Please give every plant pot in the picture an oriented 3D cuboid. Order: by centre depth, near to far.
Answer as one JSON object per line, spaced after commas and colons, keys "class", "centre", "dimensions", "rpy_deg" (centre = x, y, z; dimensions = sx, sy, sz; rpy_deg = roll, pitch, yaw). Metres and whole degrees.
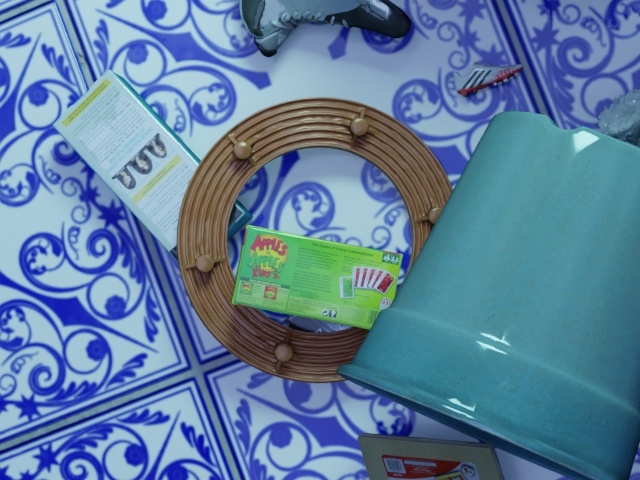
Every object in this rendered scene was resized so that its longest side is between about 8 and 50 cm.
{"class": "plant pot", "centre": [0.239, 0.060, 1.736], "dimensions": [0.341, 0.341, 0.334], "rpy_deg": [23, 85, 10]}

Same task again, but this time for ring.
{"class": "ring", "centre": [0.000, 0.000, 1.876], "dimensions": [0.337, 0.032, 0.336], "rpy_deg": [0, 90, -4]}

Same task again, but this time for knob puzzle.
{"class": "knob puzzle", "centre": [0.146, 0.301, 1.842], "dimensions": [0.213, 0.030, 0.213], "rpy_deg": [17, 129, 22]}

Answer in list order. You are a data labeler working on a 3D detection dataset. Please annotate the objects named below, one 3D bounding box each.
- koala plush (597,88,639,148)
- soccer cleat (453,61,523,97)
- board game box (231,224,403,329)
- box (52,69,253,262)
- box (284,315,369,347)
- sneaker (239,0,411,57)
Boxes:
{"class": "koala plush", "centre": [0.438, -0.142, 1.789], "dimensions": [0.196, 0.203, 0.221], "rpy_deg": [40, 116, -3]}
{"class": "soccer cleat", "centre": [0.196, -0.196, 1.887], "dimensions": [0.083, 0.029, 0.035], "rpy_deg": [-20, 89, 13]}
{"class": "board game box", "centre": [-0.005, 0.044, 1.839], "dimensions": [0.181, 0.043, 0.092], "rpy_deg": [11, 90, -4]}
{"class": "box", "centre": [-0.201, -0.084, 1.936], "dimensions": [0.100, 0.060, 0.244], "rpy_deg": [-44, 82, 5]}
{"class": "box", "centre": [0.009, 0.100, 1.914], "dimensions": [0.083, 0.018, 0.067], "rpy_deg": [-32, 83, 7]}
{"class": "sneaker", "centre": [-0.010, -0.262, 1.906], "dimensions": [0.229, 0.086, 0.132], "rpy_deg": [33, 99, 19]}
